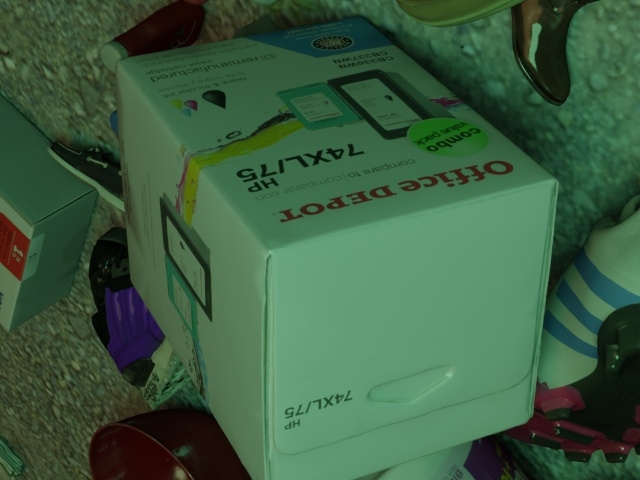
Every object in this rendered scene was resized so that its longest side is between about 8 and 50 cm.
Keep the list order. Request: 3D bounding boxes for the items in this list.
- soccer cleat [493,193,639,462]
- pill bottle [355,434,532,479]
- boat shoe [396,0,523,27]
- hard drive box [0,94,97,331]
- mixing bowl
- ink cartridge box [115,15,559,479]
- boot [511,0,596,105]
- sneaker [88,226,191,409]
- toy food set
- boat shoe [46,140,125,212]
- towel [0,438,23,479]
[{"bbox_3d":[0.207,0.056,0.902,0.116,0.143,0.331,17,157,-5],"label":"soccer cleat"},{"bbox_3d":[0.117,0.258,1.037,0.169,0.169,0.301,-19,118,48],"label":"pill bottle"},{"bbox_3d":[0.122,-0.218,0.780,0.285,0.089,0.104,-36,72,46],"label":"boat shoe"},{"bbox_3d":[-0.349,-0.053,1.358,0.232,0.089,0.181,41,138,15],"label":"hard drive box"},{"bbox_3d":[-0.136,0.239,1.342,0.181,0.098,0.181,24,131,32],"label":"mixing bowl"},{"bbox_3d":[0.000,0.000,0.902,0.270,0.198,0.197,-131,34,-49],"label":"ink cartridge box"},{"bbox_3d":[0.172,-0.148,0.840,0.114,0.037,0.106,-16,103,43],"label":"boot"},{"bbox_3d":[-0.146,0.034,1.212,0.146,0.102,0.293,47,139,11],"label":"sneaker"},{"bbox_3d":[-0.103,-0.141,1.051,0.111,0.104,0.232,44,138,12],"label":"toy food set"},{"bbox_3d":[-0.207,-0.065,1.253,0.125,0.038,0.046,33,177,31],"label":"boat shoe"},{"bbox_3d":[-0.441,0.284,1.726,0.113,0.023,0.152,50,141,9],"label":"towel"}]
